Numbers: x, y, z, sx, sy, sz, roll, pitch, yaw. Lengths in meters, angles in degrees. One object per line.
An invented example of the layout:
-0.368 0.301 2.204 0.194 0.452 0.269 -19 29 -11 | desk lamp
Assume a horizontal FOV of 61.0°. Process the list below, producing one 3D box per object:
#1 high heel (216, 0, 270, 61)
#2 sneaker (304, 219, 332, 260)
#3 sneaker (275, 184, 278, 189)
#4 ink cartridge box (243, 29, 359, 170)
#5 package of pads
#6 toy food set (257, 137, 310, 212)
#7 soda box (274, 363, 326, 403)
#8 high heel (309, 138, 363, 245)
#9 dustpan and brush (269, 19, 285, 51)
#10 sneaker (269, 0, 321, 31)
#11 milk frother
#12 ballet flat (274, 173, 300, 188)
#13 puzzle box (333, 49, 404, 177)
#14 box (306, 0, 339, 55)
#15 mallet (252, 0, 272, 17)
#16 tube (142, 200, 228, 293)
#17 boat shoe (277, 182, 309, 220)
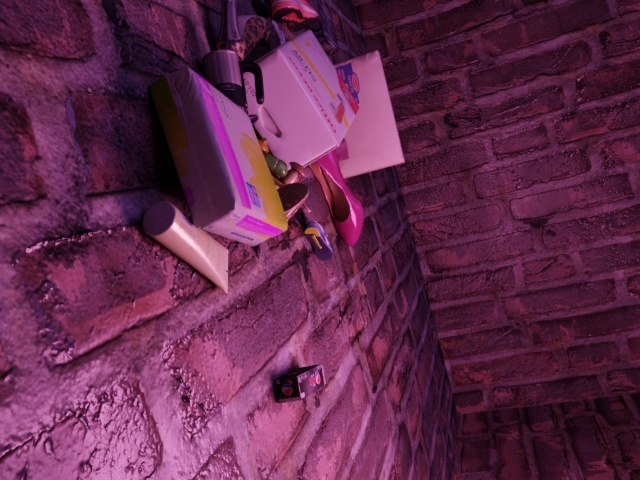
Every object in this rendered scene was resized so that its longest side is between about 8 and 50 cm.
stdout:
-0.187 -0.474 1.358 0.261 0.093 0.186 5 84 -74 | high heel
0.000 0.000 1.609 0.059 0.053 0.144 -85 156 -50 | sneaker
-0.139 -0.093 1.232 0.190 0.071 0.083 8 75 -71 | sneaker
-0.051 -0.383 1.462 0.279 0.160 0.385 55 25 -17 | ink cartridge box
-0.179 -0.146 1.013 0.297 0.101 0.229 69 15 15 | package of pads
-0.093 -0.172 1.283 0.218 0.071 0.128 40 5 -19 | toy food set
-0.043 0.323 1.234 0.169 0.060 0.053 10 67 -70 | soda box
0.030 -0.147 1.791 0.181 0.127 0.377 -24 106 -43 | high heel
-0.122 -0.590 1.643 0.211 0.060 0.147 35 45 -65 | dustpan and brush
-0.087 -0.794 1.812 0.314 0.115 0.136 -31 105 -71 | sneaker
-0.196 -0.323 1.206 0.143 0.129 0.135 146 -62 -63 | milk frother
-0.093 -0.175 1.457 0.213 0.072 0.068 -54 156 -66 | ballet flat
0.127 -0.443 1.954 0.052 0.272 0.409 -1 79 -72 | puzzle box
0.004 -0.892 2.251 0.231 0.056 0.183 -9 85 -72 | box
-0.185 -0.756 1.626 0.062 0.039 0.190 30 45 -63 | mallet
-0.217 0.014 0.948 0.070 0.062 0.240 -55 151 -9 | tube
-0.098 -0.062 1.216 0.064 0.178 0.060 43 -15 23 | boat shoe
